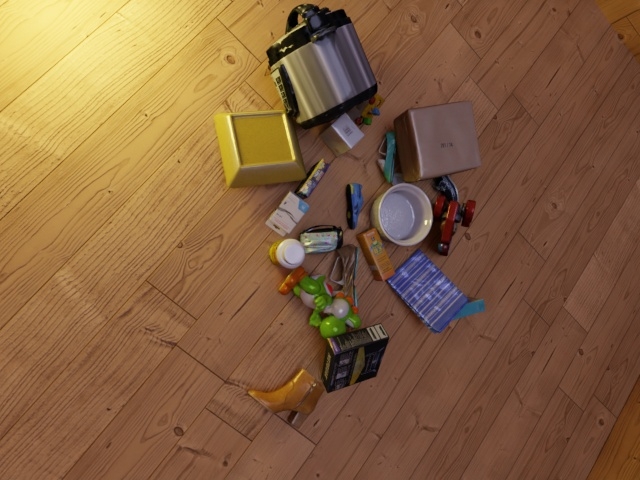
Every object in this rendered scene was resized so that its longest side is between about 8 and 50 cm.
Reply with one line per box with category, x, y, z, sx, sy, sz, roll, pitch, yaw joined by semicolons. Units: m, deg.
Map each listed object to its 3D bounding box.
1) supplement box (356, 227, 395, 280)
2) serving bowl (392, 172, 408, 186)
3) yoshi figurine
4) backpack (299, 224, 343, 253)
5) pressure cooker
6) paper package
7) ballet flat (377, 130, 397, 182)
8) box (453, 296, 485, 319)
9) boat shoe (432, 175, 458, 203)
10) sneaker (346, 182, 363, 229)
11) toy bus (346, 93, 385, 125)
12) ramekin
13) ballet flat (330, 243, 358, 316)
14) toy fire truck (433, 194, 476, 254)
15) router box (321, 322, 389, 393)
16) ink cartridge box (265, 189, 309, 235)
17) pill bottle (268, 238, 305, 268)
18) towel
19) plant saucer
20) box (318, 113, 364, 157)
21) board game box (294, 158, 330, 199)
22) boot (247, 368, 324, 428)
supplement box;0.250;0.064;1.864;0.077;0.080;0.234;-27;95;-20
serving bowl;0.370;-0.274;1.935;0.083;0.027;0.084;4;68;-10
yoshi figurine;-0.008;0.281;1.682;0.362;0.203;0.203;36;107;-1
backpack;0.000;0.000;1.745;0.181;0.152;0.115;-5;81;-7
pressure cooker;-0.008;-0.699;1.624;0.375;0.369;0.421;-49;119;-47
paper package;0.515;-0.437;1.829;0.324;0.168;0.310;-13;97;-16
ballet flat;0.309;-0.387;1.905;0.087;0.083;0.248;8;84;11
box;0.666;0.334;1.989;0.243;0.100;0.060;-11;92;-19
boat shoe;0.587;-0.283;1.982;0.079;0.095;0.255;-24;95;-20
sneaker;0.162;-0.153;1.844;0.082;0.069;0.210;0;88;-23
toy bus;0.196;-0.582;1.845;0.104;0.202;0.191;16;74;-49
ramekin;0.360;-0.112;1.876;0.276;0.135;0.278;1;88;-19
ballet flat;0.105;0.188;1.801;0.123;0.116;0.343;0;89;1
toy fire truck;0.594;-0.060;1.883;0.169;0.302;0.254;12;86;17
router box;0.138;0.494;1.714;0.242;0.081;0.309;-11;135;-20
ink cartridge box;-0.139;-0.104;1.707;0.104;0.060;0.180;36;100;-15
pill bottle;-0.133;0.053;1.656;0.117;0.215;0.118;1;88;-19
towel;0.498;0.232;1.905;0.243;0.040;0.336;-40;80;-17
plant saucer;-0.236;-0.395;1.660;0.332;0.081;0.333;-10;76;-18
box;0.088;-0.451;1.771;0.091;0.170;0.130;-46;103;-13
board game box;-0.040;-0.252;1.737;0.048;0.141;0.170;37;78;-14
boot;-0.136;0.622;1.709;0.295;0.104;0.211;39;71;-19
